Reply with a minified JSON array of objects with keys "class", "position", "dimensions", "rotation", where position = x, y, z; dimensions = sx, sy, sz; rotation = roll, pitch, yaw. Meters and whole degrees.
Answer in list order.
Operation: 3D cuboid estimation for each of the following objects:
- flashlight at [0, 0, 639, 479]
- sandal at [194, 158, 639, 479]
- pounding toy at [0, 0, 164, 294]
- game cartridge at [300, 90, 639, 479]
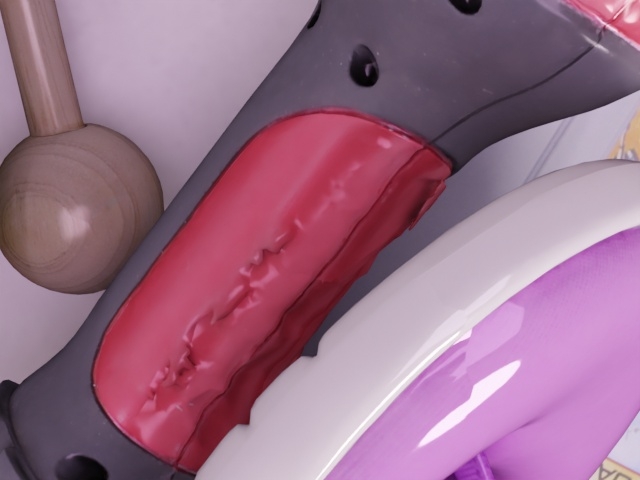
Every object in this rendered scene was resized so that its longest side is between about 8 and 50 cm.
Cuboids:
[{"class":"flashlight","position":[0.000,0.000,0.496],"dimensions":[0.103,0.103,0.304],"rotation":[41,104,16]},{"class":"sandal","position":[0.002,0.150,0.521],"dimensions":[0.102,0.169,0.416],"rotation":[46,124,22]},{"class":"pounding toy","position":[-0.182,-0.026,0.540],"dimensions":[0.237,0.110,0.183],"rotation":[-25,99,-27]},{"class":"game cartridge","position":[0.127,0.026,0.596],"dimensions":[0.297,0.062,0.198],"rotation":[28,100,-13]}]
